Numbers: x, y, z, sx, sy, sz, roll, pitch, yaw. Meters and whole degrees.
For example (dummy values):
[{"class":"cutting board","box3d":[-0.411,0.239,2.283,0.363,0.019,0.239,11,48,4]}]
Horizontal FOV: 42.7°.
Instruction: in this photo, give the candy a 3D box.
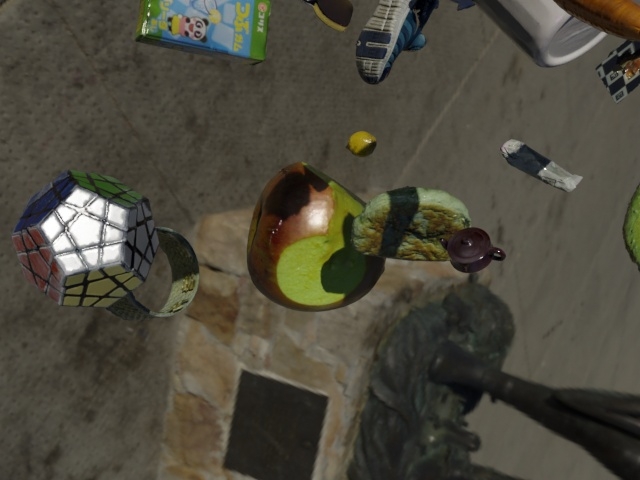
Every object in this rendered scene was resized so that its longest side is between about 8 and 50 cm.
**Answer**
[{"class":"candy","box3d":[-0.175,-0.329,1.230,0.195,0.062,0.097,6,88,-26]}]

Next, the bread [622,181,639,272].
[{"class":"bread","box3d":[0.496,-0.029,0.943,0.045,0.301,0.301,30,80,-41]}]

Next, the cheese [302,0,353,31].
[{"class":"cheese","box3d":[0.002,-0.585,2.036,0.163,0.036,0.086,21,75,-20]}]

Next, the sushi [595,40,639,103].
[{"class":"sushi","box3d":[0.576,-0.350,1.454,0.201,0.031,0.139,-43,141,12]}]

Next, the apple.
[{"class":"apple","box3d":[0.000,0.000,2.008,0.374,0.374,0.384,-49,175,-33]}]

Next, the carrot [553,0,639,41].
[{"class":"carrot","box3d":[0.285,-0.266,0.876,0.062,0.271,0.066,10,130,-28]}]

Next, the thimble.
[{"class":"thimble","box3d":[-0.486,0.096,2.323,0.271,0.150,0.270,11,74,-45]}]

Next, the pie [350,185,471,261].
[{"class":"pie","box3d":[0.177,-0.020,1.601,0.240,0.241,0.054,66,18,-50]}]

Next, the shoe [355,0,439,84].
[{"class":"shoe","box3d":[0.137,-0.353,1.388,0.106,0.091,0.207,30,90,-36]}]

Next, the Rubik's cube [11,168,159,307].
[{"class":"Rubik's cube","box3d":[-0.522,-0.003,1.833,0.264,0.319,0.319,47,64,-32]}]

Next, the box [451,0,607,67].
[{"class":"box","box3d":[0.330,-0.393,1.197,0.262,0.206,0.291,-42,158,19]}]

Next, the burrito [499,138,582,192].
[{"class":"burrito","box3d":[0.504,-0.170,1.882,0.064,0.203,0.064,-62,-177,5]}]

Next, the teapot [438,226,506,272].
[{"class":"teapot","box3d":[0.221,0.012,1.194,0.067,0.100,0.045,-64,146,-25]}]

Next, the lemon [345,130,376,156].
[{"class":"lemon","box3d":[0.101,-0.240,2.043,0.065,0.092,0.065,5,84,-47]}]
